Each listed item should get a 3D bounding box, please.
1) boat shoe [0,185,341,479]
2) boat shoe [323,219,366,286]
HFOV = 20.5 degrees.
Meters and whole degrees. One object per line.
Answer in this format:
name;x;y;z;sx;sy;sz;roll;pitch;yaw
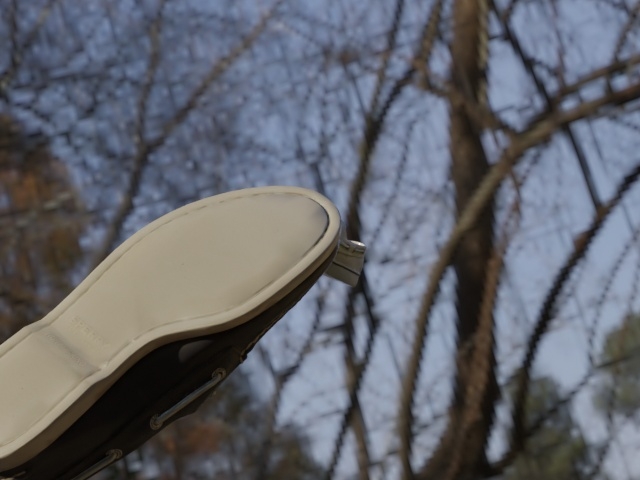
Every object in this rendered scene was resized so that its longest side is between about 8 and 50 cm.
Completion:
boat shoe;-0.076;0.048;0.808;0.206;0.075;0.065;-34;-38;-16
boat shoe;0.000;0.000;1.073;0.035;0.035;0.100;20;-5;34
